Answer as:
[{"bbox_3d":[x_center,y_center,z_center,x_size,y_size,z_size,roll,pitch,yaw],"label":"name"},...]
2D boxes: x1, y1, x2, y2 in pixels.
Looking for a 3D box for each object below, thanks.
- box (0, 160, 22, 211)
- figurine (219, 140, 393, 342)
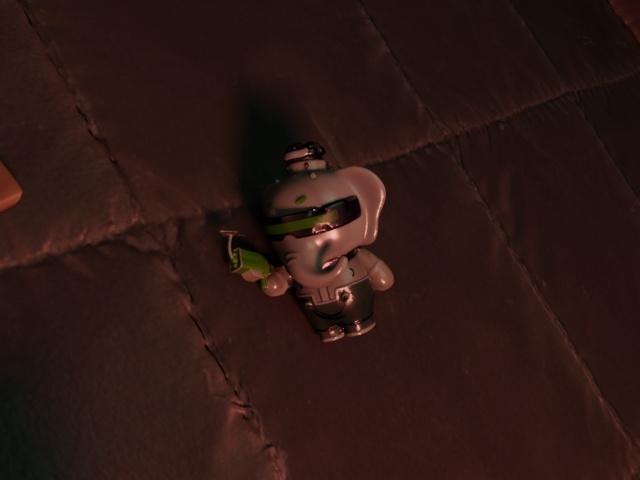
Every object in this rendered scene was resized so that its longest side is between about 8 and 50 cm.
[{"bbox_3d":[-0.285,-0.069,0.524,0.115,0.025,0.048,52,46,-2],"label":"box"},{"bbox_3d":[0.000,0.000,0.649,0.126,0.147,0.192,-21,98,-63],"label":"figurine"}]
